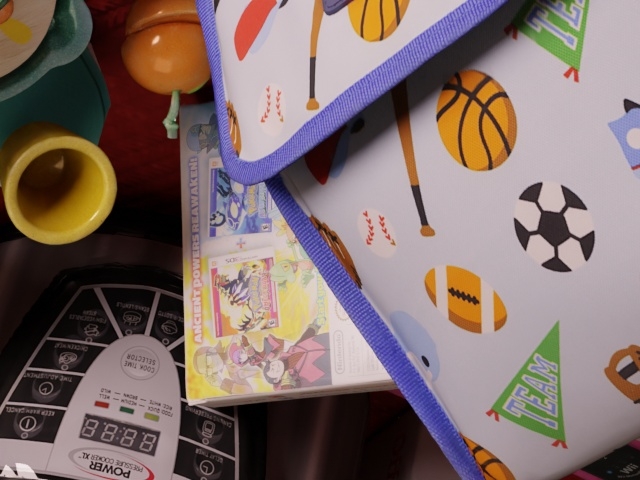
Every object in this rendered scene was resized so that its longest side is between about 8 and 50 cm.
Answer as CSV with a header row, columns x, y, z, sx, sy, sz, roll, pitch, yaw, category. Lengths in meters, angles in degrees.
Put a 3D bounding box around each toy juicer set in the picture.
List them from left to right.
x,y,z,sx,sy,sz,roll,pitch,yaw,category
-0.178,-0.167,1.102,0.209,0.089,0.329,-41,120,-3,toy juicer set

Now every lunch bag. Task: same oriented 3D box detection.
x,y,z,sx,sy,sz,roll,pitch,yaw,category
0.123,-0.095,1.032,0.328,0.239,0.385,-36,85,44,lunch bag

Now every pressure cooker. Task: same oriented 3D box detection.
x,y,z,sx,sy,sz,roll,pitch,yaw,category
-0.160,0.235,1.409,0.369,0.420,0.375,-18,133,35,pressure cooker

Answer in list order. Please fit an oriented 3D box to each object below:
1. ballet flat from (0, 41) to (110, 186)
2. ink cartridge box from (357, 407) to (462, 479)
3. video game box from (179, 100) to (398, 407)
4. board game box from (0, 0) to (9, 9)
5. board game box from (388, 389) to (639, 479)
x,y,z,sx,sy,sz,roll,pitch,yaw,category
-0.305,-0.175,1.192,0.147,0.147,0.409,-26,128,38,ballet flat
0.043,0.302,1.598,0.129,0.223,0.307,27,140,-17,ink cartridge box
0.000,0.000,1.250,0.187,0.205,0.048,-7,167,22,video game box
-0.215,-0.178,1.040,0.136,0.259,0.030,46,174,-5,board game box
0.190,0.063,1.362,0.303,0.097,0.224,26,140,-16,board game box
